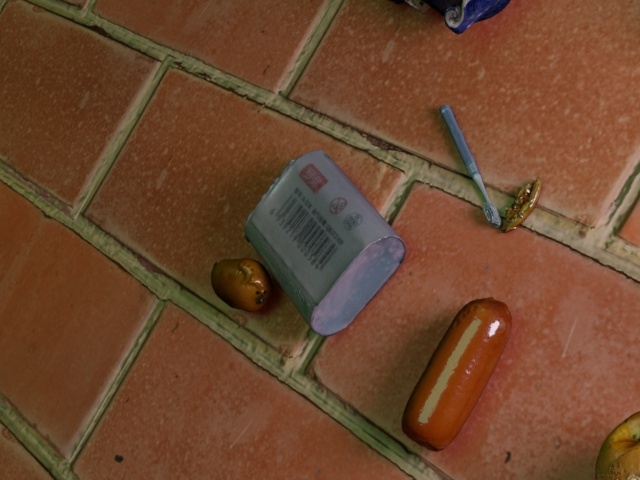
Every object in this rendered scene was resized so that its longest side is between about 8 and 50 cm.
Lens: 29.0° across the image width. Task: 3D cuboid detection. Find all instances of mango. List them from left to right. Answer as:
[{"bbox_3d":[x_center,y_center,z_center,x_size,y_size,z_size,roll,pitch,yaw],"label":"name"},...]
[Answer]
[{"bbox_3d":[-0.113,0.061,1.780,0.127,0.063,0.077,15,100,50],"label":"mango"}]

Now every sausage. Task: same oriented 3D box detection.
[{"bbox_3d":[0.163,0.156,1.469,0.076,0.076,0.198,24,84,47],"label":"sausage"}]

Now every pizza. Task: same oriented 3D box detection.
[{"bbox_3d":[0.249,-0.044,1.538,0.083,0.016,0.037,-56,37,7],"label":"pizza"}]

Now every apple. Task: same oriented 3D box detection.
[{"bbox_3d":[0.339,0.229,1.217,0.146,0.146,0.147,-21,55,34],"label":"apple"}]

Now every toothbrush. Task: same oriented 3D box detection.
[{"bbox_3d":[0.194,-0.100,1.618,0.016,0.019,0.220,-40,46,26],"label":"toothbrush"}]

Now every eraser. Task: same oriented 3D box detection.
[{"bbox_3d":[0.000,0.000,1.700,0.174,0.081,0.227,-52,44,13],"label":"eraser"}]

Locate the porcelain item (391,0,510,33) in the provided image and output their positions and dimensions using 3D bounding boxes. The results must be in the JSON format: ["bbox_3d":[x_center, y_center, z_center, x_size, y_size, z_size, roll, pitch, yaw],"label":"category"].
[{"bbox_3d":[0.158,-0.391,1.730,0.186,0.138,0.288,-55,41,20],"label":"porcelain item"}]
